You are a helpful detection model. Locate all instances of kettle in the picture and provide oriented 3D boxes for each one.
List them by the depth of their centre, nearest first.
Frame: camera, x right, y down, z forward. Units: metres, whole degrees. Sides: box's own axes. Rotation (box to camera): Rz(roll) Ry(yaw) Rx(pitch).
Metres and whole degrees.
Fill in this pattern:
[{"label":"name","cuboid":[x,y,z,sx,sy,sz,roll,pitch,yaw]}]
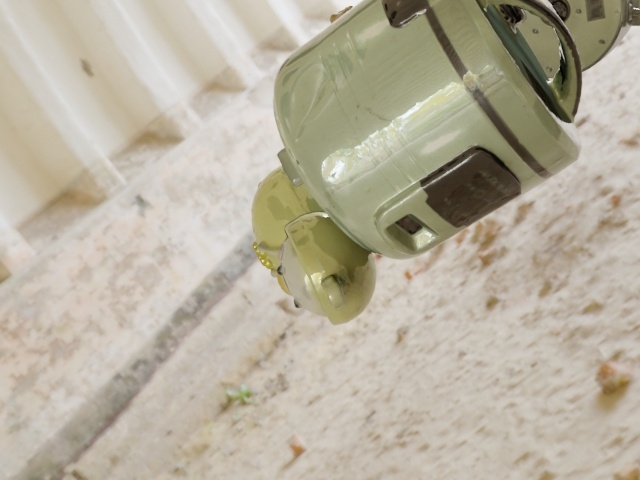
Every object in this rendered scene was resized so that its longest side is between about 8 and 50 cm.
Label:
[{"label":"kettle","cuboid":[0.356,-0.297,1.203,0.211,0.159,0.243,3,14,28]}]

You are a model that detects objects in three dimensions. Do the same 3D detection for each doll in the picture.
[{"label":"doll","cuboid":[-0.012,0.004,0.916,0.117,0.141,0.296,-19,18,4]}]

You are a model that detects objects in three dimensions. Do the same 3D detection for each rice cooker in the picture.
[{"label":"rice cooker","cuboid":[0.099,-0.113,0.794,0.244,0.226,0.226,-34,11,19]}]

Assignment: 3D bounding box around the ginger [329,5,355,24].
[{"label":"ginger","cuboid":[0.081,-0.313,1.448,0.069,0.095,0.190,-20,-14,41]}]
